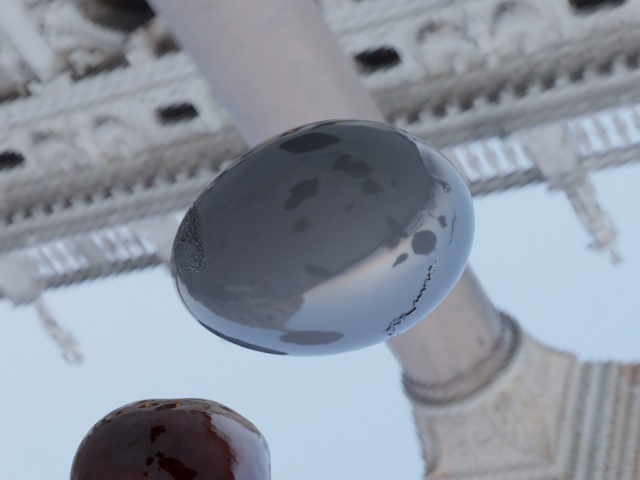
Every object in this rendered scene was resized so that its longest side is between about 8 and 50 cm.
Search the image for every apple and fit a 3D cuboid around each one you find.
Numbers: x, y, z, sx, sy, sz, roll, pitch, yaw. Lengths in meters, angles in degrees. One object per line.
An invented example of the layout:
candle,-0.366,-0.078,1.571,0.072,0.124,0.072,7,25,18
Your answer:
apple,-0.112,0.193,1.346,0.156,0.147,0.158,9,-154,17

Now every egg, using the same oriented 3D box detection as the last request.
egg,0.000,0.000,1.077,0.198,0.146,0.146,-17,-144,18
